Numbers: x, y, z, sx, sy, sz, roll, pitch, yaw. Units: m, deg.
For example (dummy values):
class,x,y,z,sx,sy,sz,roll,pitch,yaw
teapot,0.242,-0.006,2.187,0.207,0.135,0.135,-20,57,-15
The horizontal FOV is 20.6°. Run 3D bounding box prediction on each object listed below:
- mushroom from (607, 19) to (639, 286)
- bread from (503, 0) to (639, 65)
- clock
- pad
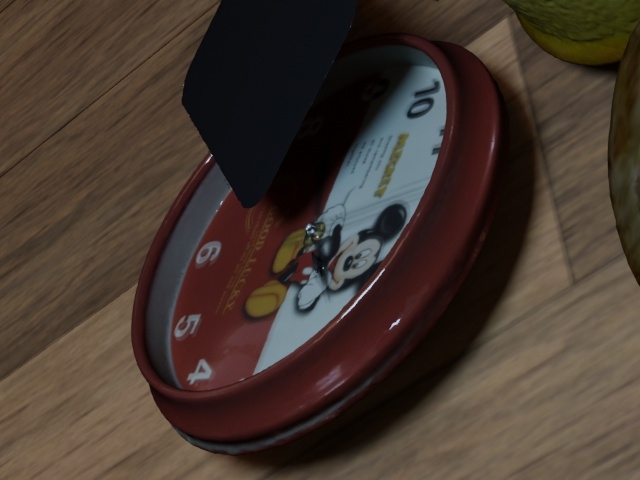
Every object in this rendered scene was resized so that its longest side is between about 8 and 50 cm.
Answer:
class,x,y,z,sx,sy,sz,roll,pitch,yaw
mushroom,0.249,-0.065,0.791,0.195,0.283,0.263,-31,31,-24
bread,0.192,-0.246,1.086,0.270,0.148,0.270,-32,42,35
clock,0.000,0.000,1.172,0.318,0.080,0.318,-34,33,26
pad,0.016,-0.191,1.228,0.323,0.055,0.250,-45,28,7
